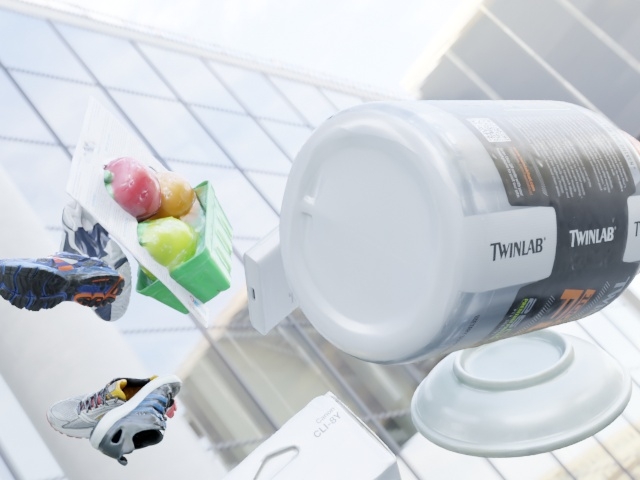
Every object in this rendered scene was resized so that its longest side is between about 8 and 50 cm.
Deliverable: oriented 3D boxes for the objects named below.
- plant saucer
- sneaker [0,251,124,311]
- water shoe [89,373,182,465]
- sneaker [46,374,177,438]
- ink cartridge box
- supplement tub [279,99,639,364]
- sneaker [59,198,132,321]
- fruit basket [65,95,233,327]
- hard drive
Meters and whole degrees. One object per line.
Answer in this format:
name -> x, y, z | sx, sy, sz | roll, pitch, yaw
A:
plant saucer -> 0.353, 0.244, 2.023 | 0.400, 0.400, 0.100 | -25, -68, -31
sneaker -> -0.424, 0.059, 1.774 | 0.221, 0.087, 0.083 | 9, -64, -41
water shoe -> -0.264, 0.277, 1.700 | 0.203, 0.080, 0.073 | -34, -23, -53
sneaker -> -0.371, 0.280, 1.972 | 0.225, 0.088, 0.093 | -12, -46, -4
ink cartridge box -> -0.012, 0.446, 1.704 | 0.279, 0.160, 0.385 | -40, -32, -16
supplement tub -> 0.137, -0.017, 0.903 | 0.316, 0.193, 0.193 | -8, -41, -44
sneaker -> -0.405, 0.054, 1.993 | 0.094, 0.235, 0.153 | -21, -18, -25
fruit basket -> -0.307, -0.049, 1.951 | 0.165, 0.327, 0.353 | -37, -60, 21
hard drive -> 0.000, 0.000, 1.853 | 0.307, 0.040, 0.203 | -40, -29, -27
